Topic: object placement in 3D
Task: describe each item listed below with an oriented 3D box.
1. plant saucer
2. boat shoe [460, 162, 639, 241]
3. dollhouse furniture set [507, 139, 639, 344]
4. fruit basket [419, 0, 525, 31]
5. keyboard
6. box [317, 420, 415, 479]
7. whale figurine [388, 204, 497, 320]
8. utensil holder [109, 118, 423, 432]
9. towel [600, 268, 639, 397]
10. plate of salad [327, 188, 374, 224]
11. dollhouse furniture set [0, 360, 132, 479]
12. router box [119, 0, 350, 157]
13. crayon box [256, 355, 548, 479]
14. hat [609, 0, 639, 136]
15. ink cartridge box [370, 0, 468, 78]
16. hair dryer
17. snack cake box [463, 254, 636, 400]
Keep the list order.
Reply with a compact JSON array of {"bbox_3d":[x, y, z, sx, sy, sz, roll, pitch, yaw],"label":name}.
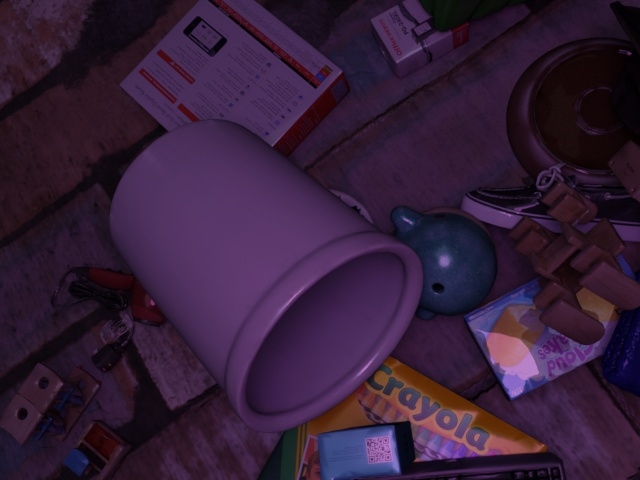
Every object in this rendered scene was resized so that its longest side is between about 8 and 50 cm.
[{"bbox_3d":[0.482,-0.219,1.177,0.311,0.050,0.310,-3,76,11],"label":"plant saucer"},{"bbox_3d":[0.388,-0.070,1.112,0.307,0.113,0.104,9,110,13],"label":"boat shoe"},{"bbox_3d":[0.420,0.010,0.965,0.161,0.212,0.242,29,120,-18],"label":"dollhouse furniture set"},{"bbox_3d":[0.321,-0.534,1.085,0.392,0.392,0.282,-28,73,5],"label":"fruit basket"},{"bbox_3d":[0.204,0.422,0.991,0.317,0.033,0.201,-8,76,9],"label":"keyboard"},{"bbox_3d":[0.069,0.285,0.936,0.101,0.244,0.060,-9,75,9],"label":"box"},{"bbox_3d":[0.149,0.049,1.115,0.272,0.141,0.216,-7,115,18],"label":"whale figurine"},{"bbox_3d":[-0.095,0.037,1.037,0.327,0.327,0.385,-48,55,-2],"label":"utensil holder"},{"bbox_3d":[0.573,0.166,1.005,0.308,0.076,0.227,27,80,-9],"label":"towel"},{"bbox_3d":[0.000,0.000,1.229,0.200,0.048,0.199,-3,76,12],"label":"plate of salad"},{"bbox_3d":[-0.432,0.320,1.205,0.184,0.129,0.129,32,86,18],"label":"dollhouse furniture set"},{"bbox_3d":[-0.167,-0.296,1.313,0.335,0.082,0.301,43,89,17],"label":"router box"},{"bbox_3d":[0.118,0.368,1.089,0.363,0.106,0.313,28,85,16],"label":"crayon box"},{"bbox_3d":[0.543,-0.220,1.057,0.331,0.331,0.134,51,135,17],"label":"hat"},{"bbox_3d":[0.183,-0.390,1.270,0.151,0.063,0.109,-28,74,4],"label":"ink cartridge box"},{"bbox_3d":[-0.367,0.078,1.273,0.293,0.080,0.223,-40,72,1],"label":"hair dryer"},{"bbox_3d":[0.383,0.132,1.096,0.264,0.089,0.152,-29,73,4],"label":"snack cake box"}]
